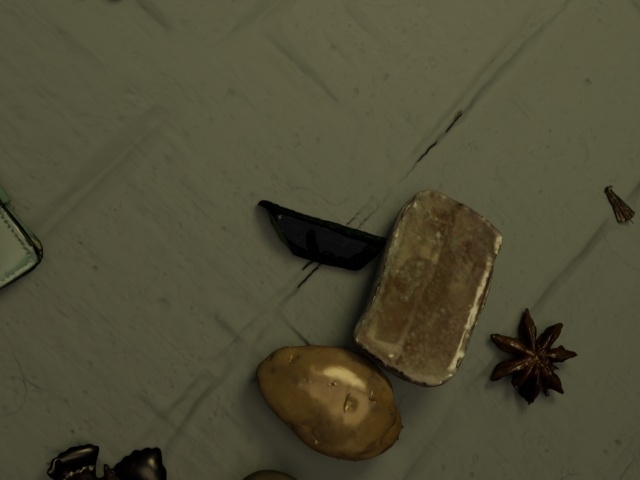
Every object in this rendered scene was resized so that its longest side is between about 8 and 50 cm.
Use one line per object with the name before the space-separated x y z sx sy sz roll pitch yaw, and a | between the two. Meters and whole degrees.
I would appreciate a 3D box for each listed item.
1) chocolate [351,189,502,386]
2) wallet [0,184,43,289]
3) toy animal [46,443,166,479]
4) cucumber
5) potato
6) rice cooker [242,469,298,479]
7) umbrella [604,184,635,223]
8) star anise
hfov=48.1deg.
chocolate | 0.162 0.075 1.130 0.185 0.100 0.303 28 71 -10
wallet | -0.507 -0.031 0.952 0.176 0.075 0.251 -34 99 -11
toy animal | -0.309 0.385 1.002 0.218 0.116 0.180 -27 126 -42
cucumber | 0.000 0.000 1.119 0.219 0.046 0.071 17 92 -16
potato | 0.023 0.235 1.073 0.235 0.128 0.161 46 71 -5
rice cooker | -0.081 0.436 1.031 0.145 0.127 0.207 15 65 -4
umbrella | 0.539 -0.063 1.293 0.031 0.020 0.083 -34 100 25
star anise | 0.358 0.197 1.209 0.167 0.057 0.168 0 89 -17
